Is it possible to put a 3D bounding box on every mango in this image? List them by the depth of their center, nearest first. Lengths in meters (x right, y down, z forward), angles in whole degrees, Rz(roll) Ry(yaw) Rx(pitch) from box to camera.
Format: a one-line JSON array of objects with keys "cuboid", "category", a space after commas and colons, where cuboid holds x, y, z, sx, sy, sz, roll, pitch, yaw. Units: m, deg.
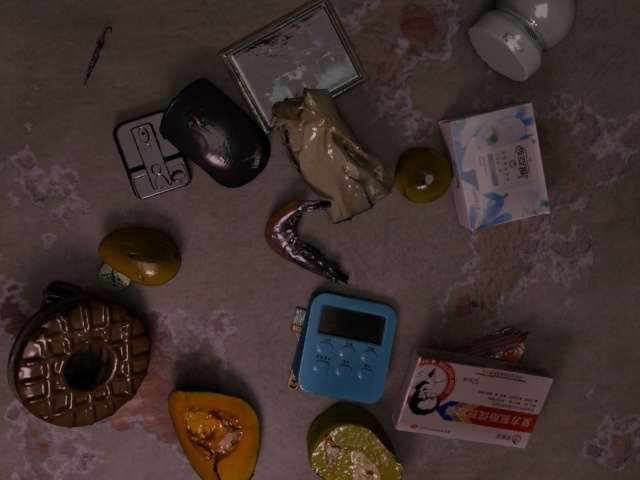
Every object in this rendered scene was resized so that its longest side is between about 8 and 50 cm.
[{"cuboid": [-0.428, 0.035, 1.689, 0.195, 0.098, 0.137, 11, 72, -15], "category": "mango"}]

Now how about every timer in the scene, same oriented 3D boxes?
[{"cuboid": [-0.400, -0.203, 1.685, 0.144, 0.055, 0.187, -19, 100, -1], "category": "timer"}, {"cuboid": [0.065, 0.265, 1.786, 0.232, 0.091, 0.250, 11, 95, -12], "category": "timer"}]

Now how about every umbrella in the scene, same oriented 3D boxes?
[{"cuboid": [-0.524, -0.431, 1.653, 0.022, 0.022, 0.148, 32, 97, 28], "category": "umbrella"}]

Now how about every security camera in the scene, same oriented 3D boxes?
[{"cuboid": [0.485, -0.514, 1.651, 0.194, 0.194, 0.236, 40, 91, -10], "category": "security camera"}]

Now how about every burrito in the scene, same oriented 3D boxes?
[{"cuboid": [0.028, -0.212, 1.680, 0.135, 0.190, 0.332, -43, 106, -33], "category": "burrito"}]

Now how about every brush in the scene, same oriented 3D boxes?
[{"cuboid": [-0.049, 0.284, 1.821, 0.083, 0.010, 0.218, 13, 98, -7], "category": "brush"}]

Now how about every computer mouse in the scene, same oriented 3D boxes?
[{"cuboid": [-0.236, -0.240, 1.655, 0.269, 0.100, 0.170, 40, 85, -18], "category": "computer mouse"}]

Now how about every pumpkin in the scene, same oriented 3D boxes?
[{"cuboid": [-0.266, 0.463, 1.792, 0.169, 0.148, 0.312, -31, 114, -39], "category": "pumpkin"}]

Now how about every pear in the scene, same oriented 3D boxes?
[{"cuboid": [0.250, -0.158, 1.724, 0.141, 0.104, 0.141, 0, 99, -1], "category": "pear"}]

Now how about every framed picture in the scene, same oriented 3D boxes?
[{"cuboid": [-0.062, -0.417, 1.699, 0.296, 0.019, 0.232, -29, 101, 0], "category": "framed picture"}]

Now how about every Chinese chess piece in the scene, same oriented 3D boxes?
[{"cuboid": [-0.501, 0.084, 1.734, 0.084, 0.034, 0.084, -1, 101, -5], "category": "Chinese chess piece"}]

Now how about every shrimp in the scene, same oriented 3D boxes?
[{"cuboid": [0.000, 0.000, 1.729, 0.262, 0.051, 0.198, 35, 122, -12], "category": "shrimp"}]

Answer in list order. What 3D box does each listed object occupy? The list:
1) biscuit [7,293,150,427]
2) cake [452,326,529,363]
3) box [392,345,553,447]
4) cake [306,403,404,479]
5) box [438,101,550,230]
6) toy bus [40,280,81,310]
[{"cuboid": [-0.558, 0.281, 1.664, 0.332, 0.103, 0.332, -14, 115, -32], "category": "biscuit"}, {"cuboid": [0.407, 0.309, 1.823, 0.287, 0.098, 0.135, -41, 101, 3], "category": "cake"}, {"cuboid": [0.376, 0.393, 1.767, 0.353, 0.069, 0.214, 12, 110, -9], "category": "box"}, {"cuboid": [0.095, 0.552, 1.813, 0.179, 0.156, 0.260, -43, 102, 9], "category": "cake"}, {"cuboid": [0.424, -0.181, 1.734, 0.203, 0.116, 0.274, -13, 100, -4], "category": "box"}, {"cuboid": [-0.634, 0.195, 1.707, 0.087, 0.098, 0.178, 13, 98, -7], "category": "toy bus"}]
